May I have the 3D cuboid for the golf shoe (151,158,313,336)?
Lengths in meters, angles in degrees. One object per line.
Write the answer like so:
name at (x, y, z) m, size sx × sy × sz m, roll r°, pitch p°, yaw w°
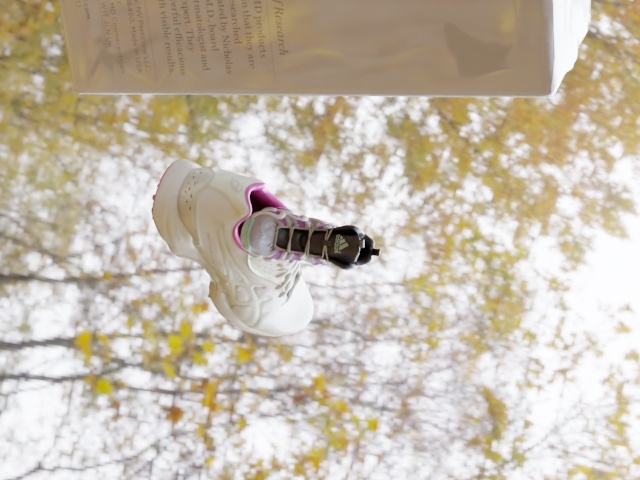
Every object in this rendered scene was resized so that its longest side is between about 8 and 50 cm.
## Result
golf shoe at (-0.070, 0.024, 1.380) m, size 0.140 × 0.306 × 0.115 m, roll 2°, pitch -122°, yaw 33°

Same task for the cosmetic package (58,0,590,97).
cosmetic package at (0.008, -0.239, 1.106) m, size 0.454 × 0.230 × 0.161 m, roll 3°, pitch -65°, yaw 19°

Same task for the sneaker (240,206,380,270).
sneaker at (0.000, 0.000, 0.806) m, size 0.069 × 0.098 × 0.038 m, roll 8°, pitch -87°, yaw 46°
